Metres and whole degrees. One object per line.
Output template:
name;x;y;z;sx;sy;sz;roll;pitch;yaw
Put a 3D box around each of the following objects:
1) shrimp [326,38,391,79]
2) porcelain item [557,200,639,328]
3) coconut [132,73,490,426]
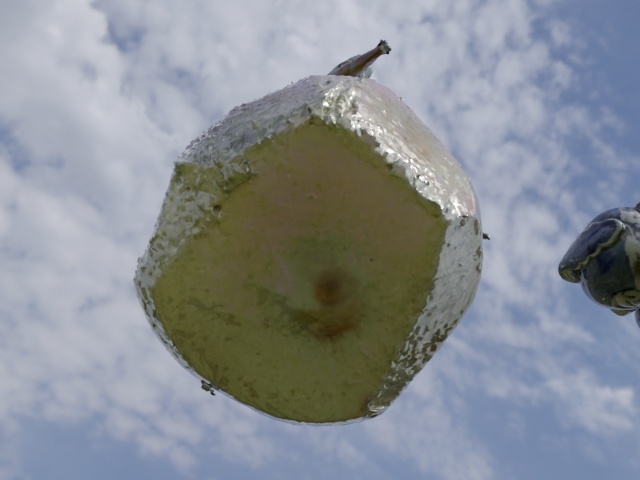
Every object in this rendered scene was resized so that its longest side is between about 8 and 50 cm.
shrimp;0.065;-0.277;1.494;0.166;0.161;0.049;-33;-86;44
porcelain item;0.465;0.054;1.339;0.288;0.138;0.186;17;-36;-24
coconut;0.000;0.000;1.136;0.405;0.404;0.404;13;-40;11
